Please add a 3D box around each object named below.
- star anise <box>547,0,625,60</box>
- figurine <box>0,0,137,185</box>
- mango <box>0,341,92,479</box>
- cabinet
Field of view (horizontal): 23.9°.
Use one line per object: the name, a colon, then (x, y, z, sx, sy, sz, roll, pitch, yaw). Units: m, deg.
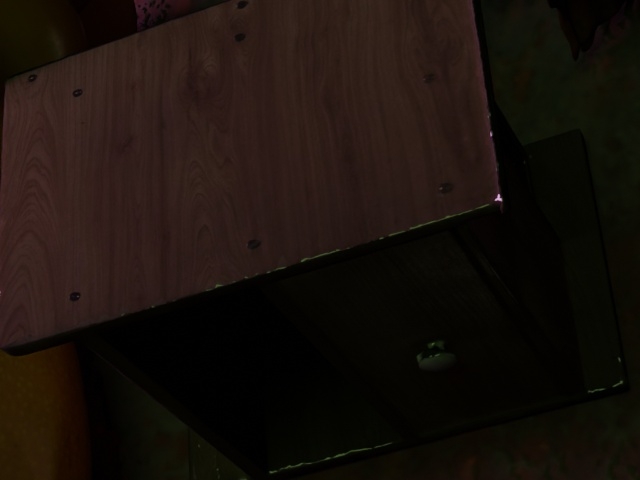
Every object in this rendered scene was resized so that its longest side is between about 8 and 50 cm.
star anise: (0.124, -0.173, 0.710, 0.346, 0.148, 0.237, -27, 50, -1)
figurine: (-0.183, -0.092, 0.771, 0.215, 0.215, 0.228, -30, 37, 9)
mango: (-0.199, 0.151, 0.690, 0.187, 0.144, 0.359, 1, 59, 31)
cabinet: (0.000, 0.000, 0.653, 0.215, 0.175, 0.148, -17, 56, 17)
